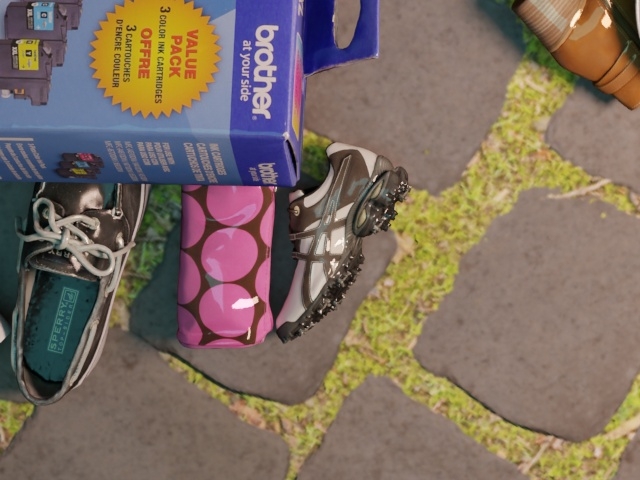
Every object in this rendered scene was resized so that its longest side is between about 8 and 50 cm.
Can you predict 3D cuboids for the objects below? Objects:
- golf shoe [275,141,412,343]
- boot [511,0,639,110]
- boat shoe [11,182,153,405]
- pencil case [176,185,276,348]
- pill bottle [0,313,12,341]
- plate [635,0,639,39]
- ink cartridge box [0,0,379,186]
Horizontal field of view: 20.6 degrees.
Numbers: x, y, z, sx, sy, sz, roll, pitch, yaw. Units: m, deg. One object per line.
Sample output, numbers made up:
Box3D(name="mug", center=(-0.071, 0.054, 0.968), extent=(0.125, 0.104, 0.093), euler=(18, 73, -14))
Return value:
Box3D(name="golf shoe", center=(0.000, 0.000, 1.642), extent=(0.094, 0.077, 0.198), euler=(33, 98, 10))
Box3D(name="boot", center=(0.285, -0.228, 1.579), extent=(0.152, 0.073, 0.197), euler=(39, 100, -14))
Box3D(name="boat shoe", center=(-0.231, 0.003, 1.629), extent=(0.113, 0.105, 0.306), euler=(18, 103, -1))
Box3D(name="pencil case", center=(-0.082, -0.003, 1.630), extent=(0.098, 0.095, 0.209), euler=(3, 105, -1))
Box3D(name="pill bottle", center=(-0.376, 0.041, 1.644), extent=(0.108, 0.108, 0.180), euler=(-39, 98, 10))
Box3D(name="plate", center=(0.350, -0.219, 1.564), extent=(0.188, 0.024, 0.188), euler=(-7, 106, -27))
Box3D(name="ink cartridge box", center=(-0.147, -0.193, 1.516), extent=(0.395, 0.151, 0.270), euler=(2, 76, 1))
